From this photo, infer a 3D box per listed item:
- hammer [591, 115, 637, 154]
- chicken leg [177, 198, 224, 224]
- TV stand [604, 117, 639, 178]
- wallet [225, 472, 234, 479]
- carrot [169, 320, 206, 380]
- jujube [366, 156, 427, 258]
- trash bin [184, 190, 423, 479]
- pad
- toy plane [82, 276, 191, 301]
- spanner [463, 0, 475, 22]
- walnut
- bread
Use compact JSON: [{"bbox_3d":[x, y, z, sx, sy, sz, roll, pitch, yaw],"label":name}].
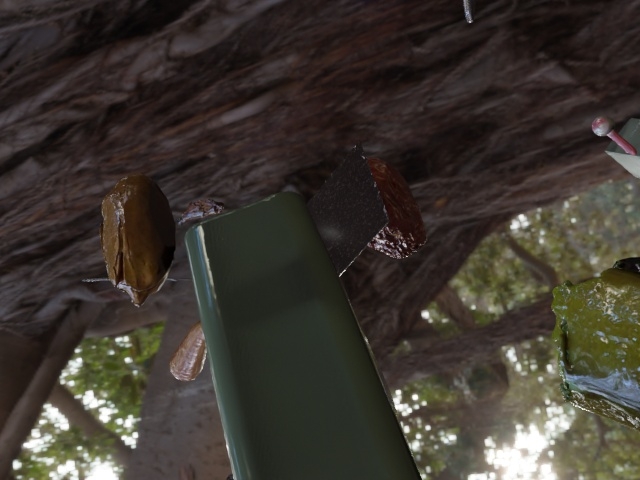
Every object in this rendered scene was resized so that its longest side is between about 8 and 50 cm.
[{"bbox_3d":[0.462,-0.162,1.313,0.083,0.031,0.052,46,-151,19],"label":"hammer"},{"bbox_3d":[-0.294,-0.069,2.024,0.062,0.145,0.037,37,-137,-57],"label":"chicken leg"},{"bbox_3d":[0.590,-0.145,1.409,0.088,0.083,0.269,35,-176,-14],"label":"TV stand"},{"bbox_3d":[-0.097,0.549,1.706,0.149,0.044,0.250,-26,-75,-17],"label":"wallet"},{"bbox_3d":[-0.250,0.211,1.643,0.069,0.336,0.069,7,-119,-13],"label":"carrot"},{"bbox_3d":[0.125,-0.063,1.774,0.236,0.168,0.168,48,-143,-17],"label":"jujube"},{"bbox_3d":[-0.010,0.149,0.845,0.223,0.158,0.344,69,-177,-61],"label":"trash bin"},{"bbox_3d":[0.000,0.000,1.520,0.004,0.330,0.220,21,-144,-31],"label":"pad"},{"bbox_3d":[-0.359,0.078,1.692,0.225,0.226,0.058,1,-104,-24],"label":"toy plane"},{"bbox_3d":[0.284,-0.599,1.670,0.093,0.026,0.326,-50,-46,-71],"label":"spanner"},{"bbox_3d":[-0.312,-0.005,1.441,0.137,0.137,0.245,19,-126,-56],"label":"walnut"},{"bbox_3d":[0.499,0.164,1.132,0.208,0.376,0.251,-9,-70,-44],"label":"bread"}]
